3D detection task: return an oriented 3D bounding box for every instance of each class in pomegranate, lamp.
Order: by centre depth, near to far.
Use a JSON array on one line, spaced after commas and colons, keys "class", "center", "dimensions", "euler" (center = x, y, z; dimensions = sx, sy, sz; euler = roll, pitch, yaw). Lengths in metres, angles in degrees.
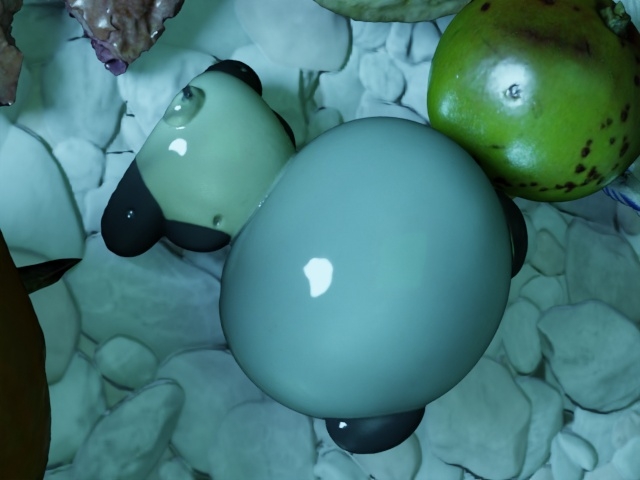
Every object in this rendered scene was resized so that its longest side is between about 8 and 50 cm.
[{"class": "lamp", "center": [0.000, 0.000, 0.831], "dimensions": [0.244, 0.197, 0.197], "euler": [35, 66, 2]}, {"class": "pomegranate", "center": [0.138, -0.081, 0.913], "dimensions": [0.159, 0.159, 0.205], "euler": [23, 115, -24]}]

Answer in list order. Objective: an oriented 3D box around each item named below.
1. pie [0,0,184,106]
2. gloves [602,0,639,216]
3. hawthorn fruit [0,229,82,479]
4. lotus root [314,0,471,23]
[{"class": "pie", "center": [-0.175, -0.175, 0.788], "dimensions": [0.219, 0.054, 0.204], "euler": [-36, 125, -24]}, {"class": "gloves", "center": [0.231, -0.110, 1.008], "dimensions": [0.119, 0.097, 0.229], "euler": [-14, 91, 10]}, {"class": "hawthorn fruit", "center": [-0.247, 0.066, 0.638], "dimensions": [0.301, 0.268, 0.267], "euler": [-15, 90, -34]}, {"class": "lotus root", "center": [0.019, -0.308, 0.912], "dimensions": [0.210, 0.142, 0.314], "euler": [15, 66, -66]}]
